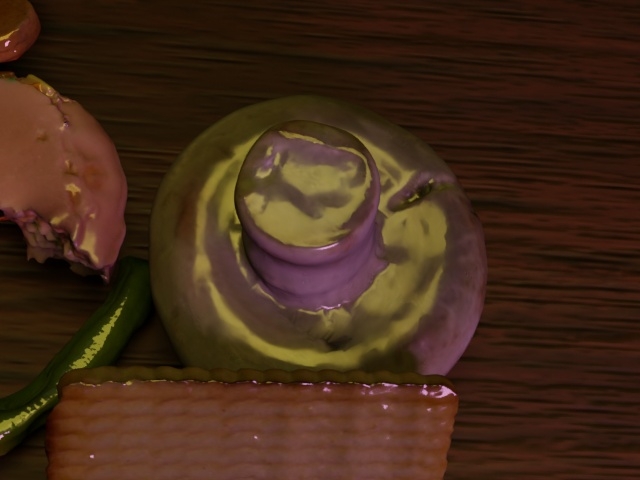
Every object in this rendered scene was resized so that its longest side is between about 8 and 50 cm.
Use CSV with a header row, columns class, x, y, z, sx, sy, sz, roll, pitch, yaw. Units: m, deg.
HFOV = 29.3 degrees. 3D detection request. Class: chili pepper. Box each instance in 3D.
class,x,y,z,sx,sy,sz,roll,pitch,yaw
chili pepper,-0.182,0.089,0.850,0.052,0.050,0.202,17,52,45

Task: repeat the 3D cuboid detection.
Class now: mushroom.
class,x,y,z,sx,sy,sz,roll,pitch,yaw
mushroom,0.000,0.000,0.818,0.243,0.243,0.243,3,65,-6

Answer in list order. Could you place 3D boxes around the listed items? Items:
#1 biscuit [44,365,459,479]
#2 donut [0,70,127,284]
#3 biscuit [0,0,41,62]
class,x,y,z,sx,sy,sz,roll,pitch,yaw
biscuit,-0.046,0.155,0.785,0.254,0.172,0.029,1,29,-8
donut,-0.255,-0.024,0.865,0.233,0.085,0.199,-17,62,-10
biscuit,-0.331,-0.154,0.922,0.250,0.036,0.165,-14,41,1
